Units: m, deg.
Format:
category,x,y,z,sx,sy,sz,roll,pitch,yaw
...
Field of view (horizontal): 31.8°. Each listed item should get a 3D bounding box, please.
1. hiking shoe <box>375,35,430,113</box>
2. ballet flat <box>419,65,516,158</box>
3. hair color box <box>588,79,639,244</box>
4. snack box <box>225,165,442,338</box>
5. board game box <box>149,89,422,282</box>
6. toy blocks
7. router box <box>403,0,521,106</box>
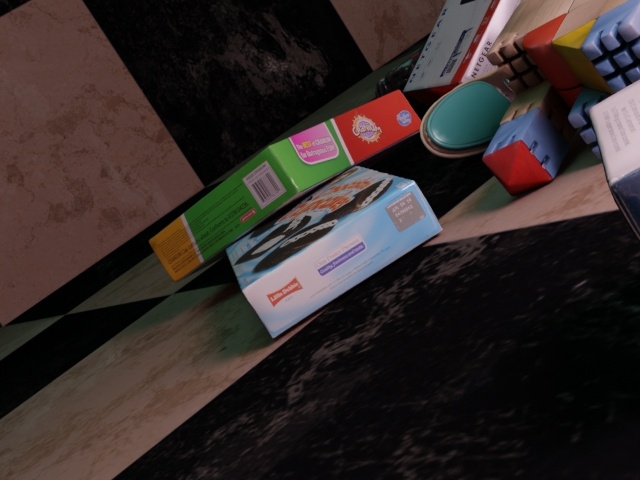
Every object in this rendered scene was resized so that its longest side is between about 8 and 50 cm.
category,x,y,z,sx,sy,sz,roll,pitch,yaw
hiking shoe,0.223,-0.311,1.851,0.304,0.113,0.132,-25,13,39
ballet flat,0.203,-0.154,1.282,0.248,0.086,0.086,-35,10,-23
hair color box,0.301,-0.088,0.499,0.347,0.105,0.174,-30,10,18
snack box,0.000,0.000,1.165,0.187,0.060,0.322,-33,9,-3
board game box,-0.037,-0.074,1.436,0.242,0.064,0.316,-34,-2,36
toy blocks,0.277,-0.181,0.944,0.381,0.191,0.261,-24,24,46
router box,0.250,-0.334,1.510,0.335,0.082,0.301,-65,11,0
